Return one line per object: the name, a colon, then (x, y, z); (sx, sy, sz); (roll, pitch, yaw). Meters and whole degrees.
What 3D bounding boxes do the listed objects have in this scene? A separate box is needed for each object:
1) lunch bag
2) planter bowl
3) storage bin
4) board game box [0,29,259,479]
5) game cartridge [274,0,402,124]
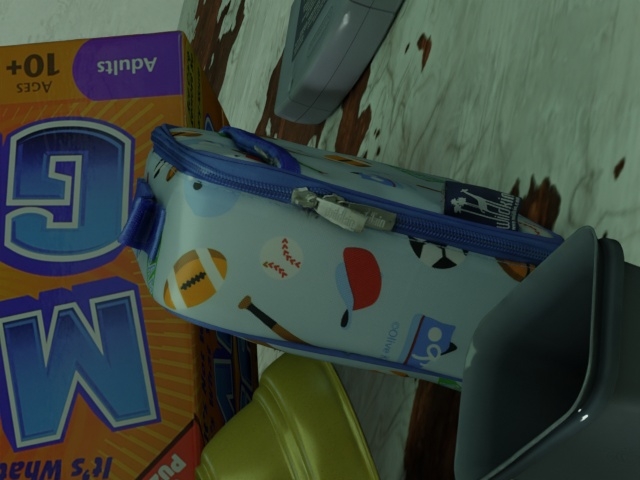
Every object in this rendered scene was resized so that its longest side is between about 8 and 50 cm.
lunch bag: (0.000, 0.000, 0.960); (0.303, 0.243, 0.115); (-148, 73, -78)
planter bowl: (-0.020, 0.171, 0.974); (0.217, 0.090, 0.217); (164, 90, -79)
storage bin: (0.126, 0.058, 0.696); (0.135, 0.091, 0.098); (128, 154, -58)
board game box: (-0.244, 0.073, 1.276); (0.356, 0.356, 0.356); (70, -163, -76)
game cartridge: (0.028, -0.245, 1.562); (0.297, 0.062, 0.198); (126, 152, -57)
